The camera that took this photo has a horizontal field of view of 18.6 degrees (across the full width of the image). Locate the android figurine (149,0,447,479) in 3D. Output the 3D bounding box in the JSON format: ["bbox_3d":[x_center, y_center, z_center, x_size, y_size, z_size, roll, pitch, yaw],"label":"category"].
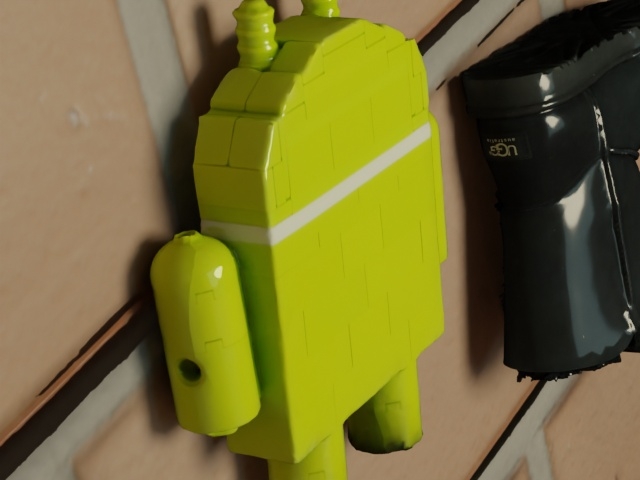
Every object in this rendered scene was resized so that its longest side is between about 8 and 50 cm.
[{"bbox_3d":[0.000,0.000,1.005,0.248,0.056,0.272,-38,127,-51],"label":"android figurine"}]

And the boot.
[{"bbox_3d":[0.184,-0.038,1.268,0.246,0.094,0.207,-30,117,-46],"label":"boot"}]
